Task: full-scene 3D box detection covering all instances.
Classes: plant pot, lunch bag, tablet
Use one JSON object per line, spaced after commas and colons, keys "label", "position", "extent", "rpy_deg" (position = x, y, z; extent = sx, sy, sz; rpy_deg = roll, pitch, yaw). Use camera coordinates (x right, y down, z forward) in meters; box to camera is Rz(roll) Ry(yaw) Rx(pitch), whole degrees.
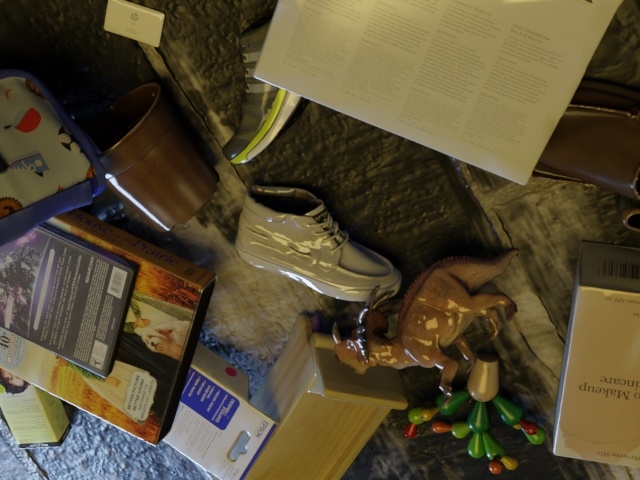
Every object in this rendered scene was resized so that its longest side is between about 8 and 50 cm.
{"label": "plant pot", "position": [-0.241, -0.111, 1.845], "extent": [0.167, 0.167, 0.165], "rpy_deg": [-27, 119, 28]}
{"label": "lunch bag", "position": [-0.524, -0.095, 1.738], "extent": [0.385, 0.327, 0.239], "rpy_deg": [29, 135, 37]}
{"label": "tablet", "position": [-0.262, -0.308, 1.810], "extent": [0.083, 0.006, 0.054], "rpy_deg": [18, 124, 2]}

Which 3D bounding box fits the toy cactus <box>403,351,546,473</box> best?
{"label": "toy cactus", "position": [0.242, 0.264, 1.998], "extent": [0.219, 0.112, 0.181], "rpy_deg": [12, 115, 17]}

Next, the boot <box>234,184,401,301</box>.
{"label": "boot", "position": [0.000, 0.000, 1.882], "extent": [0.258, 0.095, 0.123], "rpy_deg": [15, 131, 6]}

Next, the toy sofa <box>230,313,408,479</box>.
{"label": "toy sofa", "position": [-0.016, 0.295, 2.065], "extent": [0.150, 0.177, 0.363], "rpy_deg": [13, 128, -24]}

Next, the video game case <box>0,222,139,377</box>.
{"label": "video game case", "position": [-0.419, 0.070, 1.954], "extent": [0.274, 0.026, 0.196], "rpy_deg": [24, 116, 12]}

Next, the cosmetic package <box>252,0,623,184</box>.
{"label": "cosmetic package", "position": [0.140, -0.266, 1.568], "extent": [0.377, 0.097, 0.284], "rpy_deg": [22, 126, -2]}

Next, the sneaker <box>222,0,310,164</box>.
{"label": "sneaker", "position": [-0.065, -0.233, 1.761], "extent": [0.121, 0.111, 0.300], "rpy_deg": [35, 119, 3]}

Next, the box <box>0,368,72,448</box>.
{"label": "box", "position": [-0.508, 0.250, 2.199], "extent": [0.087, 0.058, 0.232], "rpy_deg": [-7, 120, 18]}

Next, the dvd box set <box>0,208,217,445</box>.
{"label": "dvd box set", "position": [-0.390, 0.102, 2.004], "extent": [0.420, 0.062, 0.308], "rpy_deg": [25, 117, 11]}

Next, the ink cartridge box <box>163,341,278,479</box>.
{"label": "ink cartridge box", "position": [-0.243, 0.233, 2.075], "extent": [0.371, 0.069, 0.176], "rpy_deg": [35, 124, 7]}

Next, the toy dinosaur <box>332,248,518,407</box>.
{"label": "toy dinosaur", "position": [0.156, 0.101, 1.845], "extent": [0.200, 0.127, 0.296], "rpy_deg": [38, 94, 7]}

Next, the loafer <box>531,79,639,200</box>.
{"label": "loafer", "position": [0.400, -0.124, 1.680], "extent": [0.365, 0.130, 0.134], "rpy_deg": [3, 122, 13]}

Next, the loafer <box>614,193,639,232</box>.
{"label": "loafer", "position": [0.529, -0.011, 1.746], "extent": [0.267, 0.084, 0.096], "rpy_deg": [15, 124, 5]}

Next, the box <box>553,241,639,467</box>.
{"label": "box", "position": [0.426, 0.168, 1.865], "extent": [0.148, 0.121, 0.311], "rpy_deg": [6, 123, 10]}
